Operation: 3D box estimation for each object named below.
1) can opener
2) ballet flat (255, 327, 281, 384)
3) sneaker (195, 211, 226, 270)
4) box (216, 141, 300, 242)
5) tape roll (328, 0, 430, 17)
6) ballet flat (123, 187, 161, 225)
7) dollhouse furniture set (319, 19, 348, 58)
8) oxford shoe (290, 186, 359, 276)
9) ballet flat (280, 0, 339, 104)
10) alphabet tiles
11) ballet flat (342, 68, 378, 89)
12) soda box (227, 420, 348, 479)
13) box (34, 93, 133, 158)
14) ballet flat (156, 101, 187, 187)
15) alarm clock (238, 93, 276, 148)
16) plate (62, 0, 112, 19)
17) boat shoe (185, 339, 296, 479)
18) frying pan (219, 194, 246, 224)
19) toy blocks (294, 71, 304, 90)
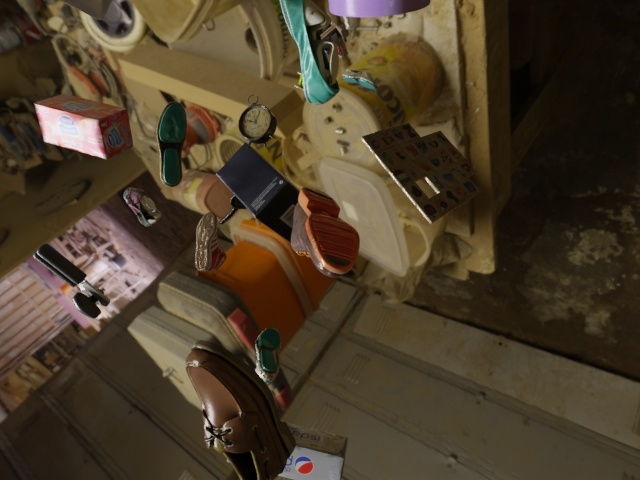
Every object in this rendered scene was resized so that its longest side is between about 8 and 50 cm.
[{"bbox_3d":[-0.795,0.129,1.417,0.074,0.093,0.280,-25,113,37],"label":"can opener"},{"bbox_3d":[-0.174,0.369,1.407,0.091,0.241,0.077,17,110,-7],"label":"ballet flat"},{"bbox_3d":[-0.221,0.004,0.907,0.042,0.119,0.067,6,175,18],"label":"sneaker"},{"bbox_3d":[-0.193,-0.178,1.706,0.294,0.183,0.296,44,-178,32],"label":"box"},{"bbox_3d":[0.157,-0.676,1.188,0.274,0.275,0.090,21,135,31],"label":"tape roll"},{"bbox_3d":[-0.602,-0.107,1.537,0.079,0.077,0.221,11,154,7],"label":"ballet flat"},{"bbox_3d":[0.037,-0.802,1.844,0.129,0.129,0.183,53,-175,25],"label":"dollhouse furniture set"},{"bbox_3d":[0.000,0.000,1.063,0.129,0.364,0.133,18,114,-17],"label":"oxford shoe"},{"bbox_3d":[-0.011,-0.405,0.895,0.087,0.083,0.247,-7,110,26],"label":"ballet flat"},{"bbox_3d":[0.207,-0.145,0.846,0.198,0.237,0.009,53,137,11],"label":"alphabet tiles"},{"bbox_3d":[0.159,-0.639,1.734,0.168,0.052,0.057,28,178,27],"label":"ballet flat"},{"bbox_3d":[-0.080,0.524,1.111,0.286,0.091,0.098,10,-173,8],"label":"soda box"},{"bbox_3d":[-0.729,-0.356,1.372,0.256,0.123,0.128,17,126,15],"label":"box"},{"bbox_3d":[-0.421,-0.266,1.232,0.073,0.080,0.232,21,105,59],"label":"ballet flat"},{"bbox_3d":[-0.221,-0.424,1.554,0.129,0.064,0.192,-15,81,17],"label":"alarm clock"},{"bbox_3d":[-0.577,-0.706,1.047,0.045,0.278,0.277,37,105,13],"label":"plate"},{"bbox_3d":[-0.134,0.297,0.721,0.110,0.104,0.307,-4,125,37],"label":"boat shoe"},{"bbox_3d":[-0.381,-0.187,2.242,0.326,0.197,0.053,-46,58,50],"label":"frying pan"},{"bbox_3d":[-0.040,-0.651,1.703,0.123,0.054,0.148,45,123,46],"label":"toy blocks"}]
